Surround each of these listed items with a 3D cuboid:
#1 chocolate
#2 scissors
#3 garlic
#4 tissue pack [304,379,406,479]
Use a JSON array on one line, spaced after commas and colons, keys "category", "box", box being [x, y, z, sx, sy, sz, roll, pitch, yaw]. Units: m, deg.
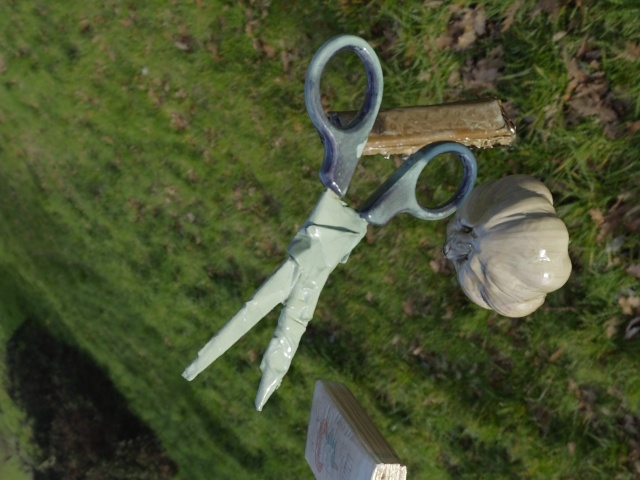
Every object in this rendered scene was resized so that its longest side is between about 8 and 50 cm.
[{"category": "chocolate", "box": [0.158, -0.182, 1.127, 0.065, 0.329, 0.103, 103, 154, -51]}, {"category": "scissors", "box": [0.000, 0.000, 0.747, 0.256, 0.384, 0.029, 40, 171, -31]}, {"category": "garlic", "box": [0.289, 0.007, 1.143, 0.227, 0.152, 0.228, -6, 83, 58]}, {"category": "tissue pack", "box": [0.050, 0.377, 1.218, 0.325, 0.071, 0.170, -140, 59, -70]}]
